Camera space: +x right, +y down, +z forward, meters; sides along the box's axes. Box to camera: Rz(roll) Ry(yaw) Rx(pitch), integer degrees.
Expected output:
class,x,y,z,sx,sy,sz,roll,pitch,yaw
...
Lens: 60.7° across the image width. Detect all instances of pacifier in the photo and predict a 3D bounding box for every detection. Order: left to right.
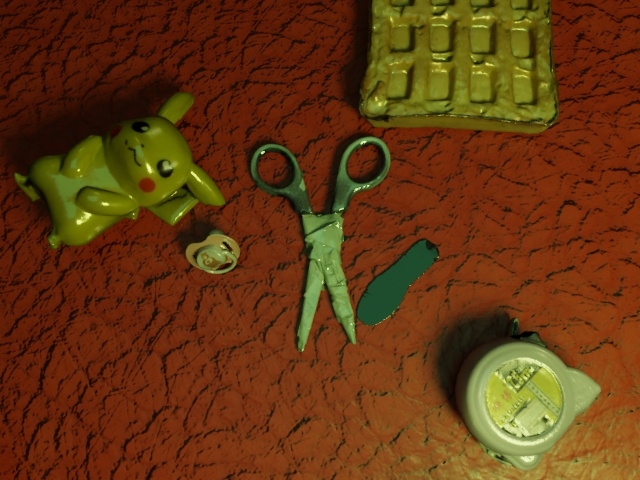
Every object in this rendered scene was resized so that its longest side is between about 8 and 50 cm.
class,x,y,z,sx,sy,sz,roll,pitch,yaw
pacifier,-0.184,0.014,0.959,0.099,0.081,0.078,-23,40,19

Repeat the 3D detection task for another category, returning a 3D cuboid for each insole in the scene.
class,x,y,z,sx,sy,sz,roll,pitch,yaw
insole,0.133,0.071,0.944,0.064,0.004,0.188,44,83,12

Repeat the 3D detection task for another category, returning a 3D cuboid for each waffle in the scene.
class,x,y,z,sx,sy,sz,roll,pitch,yaw
waffle,0.249,-0.339,1.002,0.348,0.077,0.304,3,77,5

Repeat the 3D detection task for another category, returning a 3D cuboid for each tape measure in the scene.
class,x,y,z,sx,sy,sz,roll,pitch,yaw
tape measure,0.303,0.234,0.847,0.196,0.105,0.178,-41,84,-5

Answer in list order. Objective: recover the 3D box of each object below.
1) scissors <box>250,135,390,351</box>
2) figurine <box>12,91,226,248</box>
class,x,y,z,sx,sy,sz,roll,pitch,yaw
scissors,0.000,0.000,0.961,0.256,0.029,0.383,-2,77,4
figurine,-0.332,-0.104,0.943,0.327,0.169,0.218,-27,91,0
